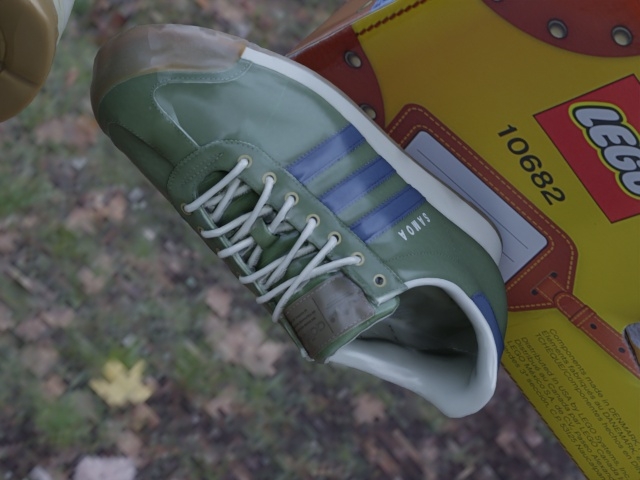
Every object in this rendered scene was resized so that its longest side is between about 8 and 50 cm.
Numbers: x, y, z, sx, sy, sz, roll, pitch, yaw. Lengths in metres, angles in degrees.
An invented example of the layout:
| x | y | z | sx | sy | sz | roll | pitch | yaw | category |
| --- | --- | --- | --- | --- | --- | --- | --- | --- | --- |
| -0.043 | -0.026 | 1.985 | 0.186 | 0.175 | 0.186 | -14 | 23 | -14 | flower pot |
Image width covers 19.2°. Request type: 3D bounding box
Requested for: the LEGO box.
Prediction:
| x | y | z | sx | sy | sz | roll | pitch | yaw | category |
| --- | --- | --- | --- | --- | --- | --- | --- | --- | --- |
| 0.279 | -0.010 | 0.858 | 0.500 | 0.193 | 0.372 | 52 | 54 | -14 | LEGO box |

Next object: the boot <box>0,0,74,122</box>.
| x | y | z | sx | sy | sz | roll | pitch | yaw | category |
| --- | --- | --- | --- | --- | --- | --- | --- | --- | --- |
| -0.191 | -0.160 | 0.649 | 0.262 | 0.095 | 0.203 | 22 | 40 | -7 | boot |

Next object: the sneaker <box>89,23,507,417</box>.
| x | y | z | sx | sy | sz | roll | pitch | yaw | category |
| --- | --- | --- | --- | --- | --- | --- | --- | --- | --- |
| 0.000 | 0.000 | 0.678 | 0.192 | 0.064 | 0.086 | 31 | 37 | -32 | sneaker |
